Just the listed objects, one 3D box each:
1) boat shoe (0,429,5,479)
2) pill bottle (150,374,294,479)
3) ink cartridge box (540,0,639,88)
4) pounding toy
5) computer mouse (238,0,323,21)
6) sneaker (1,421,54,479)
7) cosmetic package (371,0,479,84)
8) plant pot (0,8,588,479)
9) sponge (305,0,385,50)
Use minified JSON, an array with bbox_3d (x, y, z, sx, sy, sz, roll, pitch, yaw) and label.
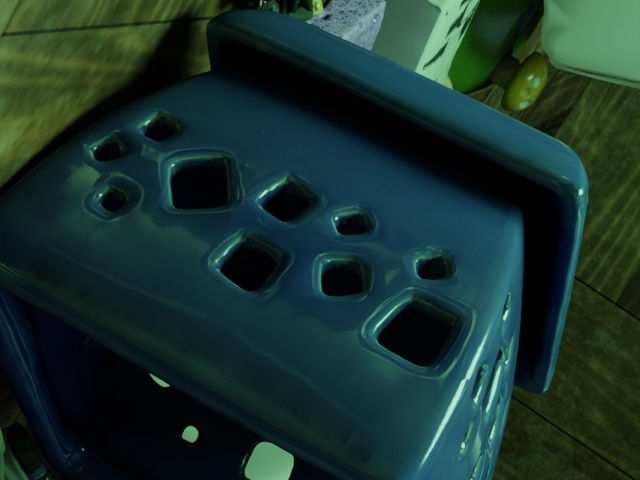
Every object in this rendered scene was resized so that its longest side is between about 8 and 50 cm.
[{"bbox_3d":[-0.167,0.169,0.633,0.112,0.095,0.335,-51,151,-45],"label":"boat shoe"},{"bbox_3d":[-0.059,0.122,1.091,0.161,0.161,0.283,-53,170,-18],"label":"pill bottle"},{"bbox_3d":[0.332,-0.317,1.291,0.384,0.160,0.279,-45,143,-45],"label":"ink cartridge box"},{"bbox_3d":[0.160,-0.170,1.340,0.183,0.110,0.237,-60,170,23],"label":"pounding toy"},{"bbox_3d":[0.050,-0.195,0.872,0.184,0.060,0.262,-62,168,26],"label":"computer mouse"},{"bbox_3d":[-0.190,0.165,0.904,0.081,0.080,0.211,-29,160,-19],"label":"sneaker"},{"bbox_3d":[0.049,-0.114,1.137,0.099,0.060,0.239,-47,167,-39],"label":"cosmetic package"},{"bbox_3d":[-0.003,0.037,0.789,0.212,0.236,0.236,-53,160,-25],"label":"plant pot"},{"bbox_3d":[-0.036,-0.066,0.968,0.210,0.031,0.117,-43,163,-48],"label":"sponge"}]
